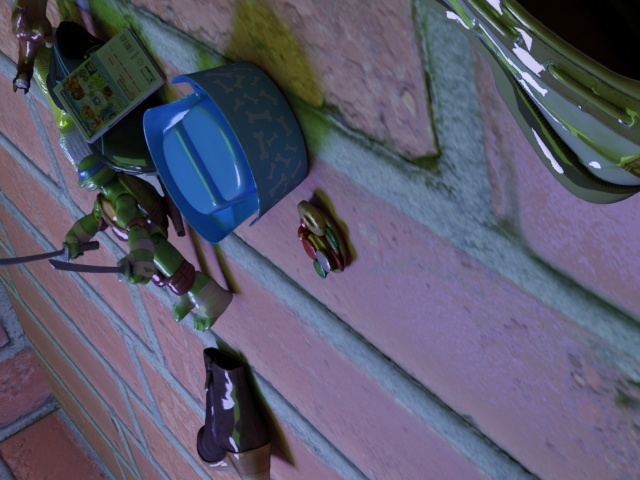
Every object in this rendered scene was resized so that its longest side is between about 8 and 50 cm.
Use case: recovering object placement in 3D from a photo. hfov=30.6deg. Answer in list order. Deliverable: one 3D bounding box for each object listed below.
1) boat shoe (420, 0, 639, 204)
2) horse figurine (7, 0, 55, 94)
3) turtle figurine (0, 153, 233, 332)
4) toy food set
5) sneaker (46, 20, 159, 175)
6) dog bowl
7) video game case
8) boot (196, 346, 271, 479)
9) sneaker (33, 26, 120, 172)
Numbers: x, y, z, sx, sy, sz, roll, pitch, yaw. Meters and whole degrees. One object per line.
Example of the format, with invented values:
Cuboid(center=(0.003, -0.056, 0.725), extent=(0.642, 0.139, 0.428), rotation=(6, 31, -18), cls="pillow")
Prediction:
Cuboid(center=(0.108, -0.162, 0.635), extent=(0.302, 0.113, 0.103), rotation=(49, 157, 0), cls="boat shoe")
Cuboid(center=(-0.380, -0.330, 1.490), extent=(0.174, 0.066, 0.263), rotation=(176, 84, -74), cls="horse figurine")
Cuboid(center=(-0.267, 0.036, 1.559), extent=(0.197, 0.275, 0.266), rotation=(-23, 123, 38), cls="turtle figurine")
Cuboid(center=(0.000, 0.000, 1.198), extent=(0.083, 0.020, 0.083), rotation=(56, 158, 10), cls="toy food set")
Cuboid(center=(-0.265, -0.177, 1.466), extent=(0.267, 0.101, 0.106), rotation=(40, 140, 30), cls="sneaker")
Cuboid(center=(-0.101, -0.094, 1.234), extent=(0.166, 0.074, 0.297), rotation=(62, 160, -2), cls="dog bowl")
Cuboid(center=(-0.257, -0.188, 1.419), extent=(0.087, 0.122, 0.011), rotation=(55, -169, 14), cls="video game case")
Cuboid(center=(-0.146, 0.261, 1.823), extent=(0.248, 0.090, 0.207), rotation=(15, 119, 64), cls="boot")
Cuboid(center=(-0.346, -0.202, 1.669), extent=(0.126, 0.091, 0.240), rotation=(-121, 13, -60), cls="sneaker")
